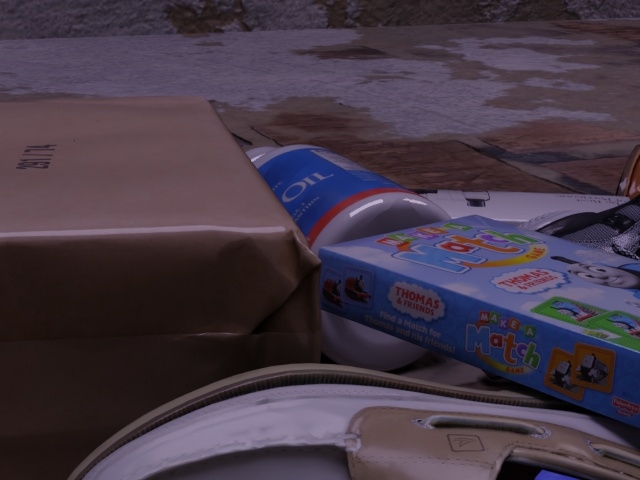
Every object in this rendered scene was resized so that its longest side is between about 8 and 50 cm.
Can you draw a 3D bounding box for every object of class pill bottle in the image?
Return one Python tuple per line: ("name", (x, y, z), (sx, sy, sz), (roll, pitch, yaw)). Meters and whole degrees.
("pill bottle", (0.000, 0.000, 0.833), (0.124, 0.124, 0.221), (-7, 18, -24))

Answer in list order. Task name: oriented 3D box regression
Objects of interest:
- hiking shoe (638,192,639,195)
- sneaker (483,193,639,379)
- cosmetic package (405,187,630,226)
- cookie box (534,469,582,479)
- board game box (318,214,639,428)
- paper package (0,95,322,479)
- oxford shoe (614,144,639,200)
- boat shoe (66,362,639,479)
("hiking shoe", (0.365, -0.007, 0.940), (0.114, 0.086, 0.227), (-9, 21, -25))
("sneaker", (0.220, 0.017, 0.742), (0.268, 0.101, 0.153), (-27, 17, 27))
("cosmetic package", (0.142, -0.005, 0.961), (0.239, 0.060, 0.099), (2, 18, 4))
("cookie box", (0.109, 0.146, 0.405), (0.092, 0.107, 0.040), (10, 20, 27))
("board game box", (0.127, 0.036, 0.599), (0.211, 0.039, 0.160), (17, 18, 35))
("paper package", (-0.184, 0.029, 0.660), (0.309, 0.168, 0.325), (-3, 19, -13))
("oxford shoe", (0.330, -0.050, 1.105), (0.076, 0.076, 0.212), (22, 25, 26))
("boat shoe", (0.043, 0.117, 0.485), (0.302, 0.113, 0.103), (-3, 13, -17))
